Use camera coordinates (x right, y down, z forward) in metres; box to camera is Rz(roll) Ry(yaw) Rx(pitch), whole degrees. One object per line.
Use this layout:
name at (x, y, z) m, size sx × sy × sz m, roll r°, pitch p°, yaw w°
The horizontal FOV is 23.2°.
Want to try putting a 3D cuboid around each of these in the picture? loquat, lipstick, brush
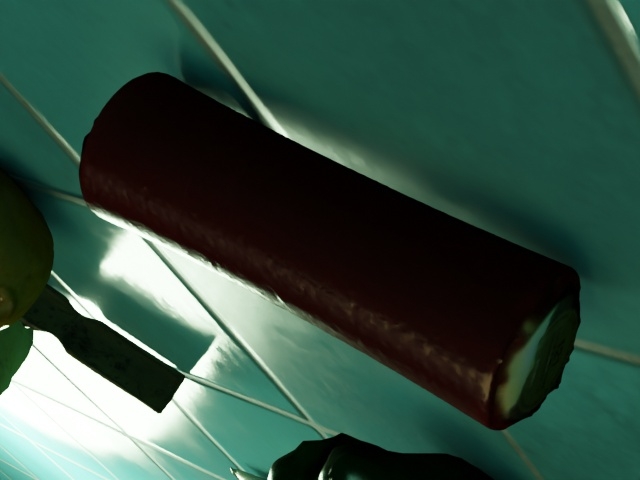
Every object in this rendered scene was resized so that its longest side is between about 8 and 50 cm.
loquat at (-0.252, -0.002, 1.091) m, size 0.137 × 0.113 × 0.137 m, roll 49°, pitch 180°, yaw 0°
lipstick at (0.000, 0.000, 0.703) m, size 0.241 × 0.080 × 0.080 m, roll 26°, pitch 158°, yaw 26°
brush at (-0.220, 0.065, 1.295) m, size 0.248 × 0.043 × 0.036 m, roll 31°, pitch 167°, yaw 13°

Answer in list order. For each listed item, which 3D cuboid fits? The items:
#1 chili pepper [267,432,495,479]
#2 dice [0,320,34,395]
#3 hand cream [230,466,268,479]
chili pepper at (0.071, 0.233, 1.005) m, size 0.261 × 0.165 × 0.174 m, roll 41°, pitch 149°, yaw -20°
dice at (-0.428, 0.098, 1.410) m, size 0.254 × 0.249 × 0.252 m, roll 41°, pitch 161°, yaw -15°
hand cream at (-0.033, 0.235, 1.379) m, size 0.061 × 0.039 × 0.143 m, roll 43°, pitch 165°, yaw -24°
